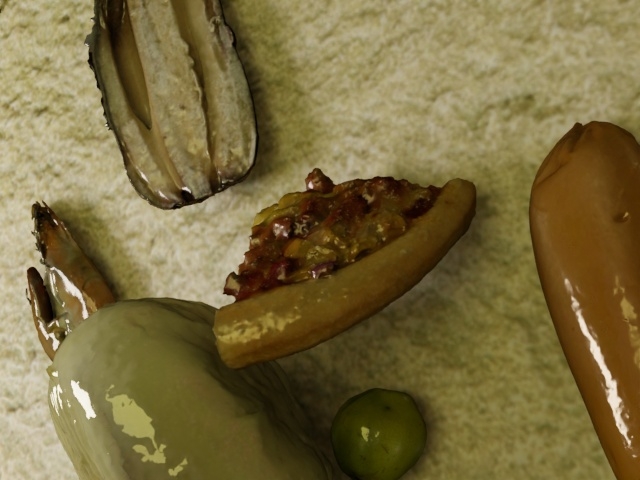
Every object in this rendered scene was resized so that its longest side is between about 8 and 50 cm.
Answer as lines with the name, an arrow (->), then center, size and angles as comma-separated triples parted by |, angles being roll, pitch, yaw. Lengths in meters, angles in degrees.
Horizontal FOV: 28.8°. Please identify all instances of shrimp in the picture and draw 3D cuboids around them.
shrimp -> -0.295, 0.060, 1.428 | 0.133, 0.053, 0.236 | -49, 63, 41

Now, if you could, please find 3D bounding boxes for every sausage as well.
sausage -> 0.254, 0.055, 1.029 | 0.134, 0.116, 0.354 | -43, 57, 45

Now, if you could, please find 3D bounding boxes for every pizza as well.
pizza -> 0.000, 0.000, 1.143 | 0.289, 0.081, 0.229 | -32, 28, -16

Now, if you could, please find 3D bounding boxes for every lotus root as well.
lotus root -> -0.160, -0.185, 1.352 | 0.167, 0.078, 0.329 | -16, 72, 7

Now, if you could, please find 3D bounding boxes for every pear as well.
pear -> 0.052, 0.186, 1.157 | 0.092, 0.092, 0.097 | 0, 83, 33

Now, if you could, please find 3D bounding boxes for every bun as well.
bun -> -0.111, 0.200, 1.171 | 0.213, 0.361, 0.361 | -29, 61, -19
